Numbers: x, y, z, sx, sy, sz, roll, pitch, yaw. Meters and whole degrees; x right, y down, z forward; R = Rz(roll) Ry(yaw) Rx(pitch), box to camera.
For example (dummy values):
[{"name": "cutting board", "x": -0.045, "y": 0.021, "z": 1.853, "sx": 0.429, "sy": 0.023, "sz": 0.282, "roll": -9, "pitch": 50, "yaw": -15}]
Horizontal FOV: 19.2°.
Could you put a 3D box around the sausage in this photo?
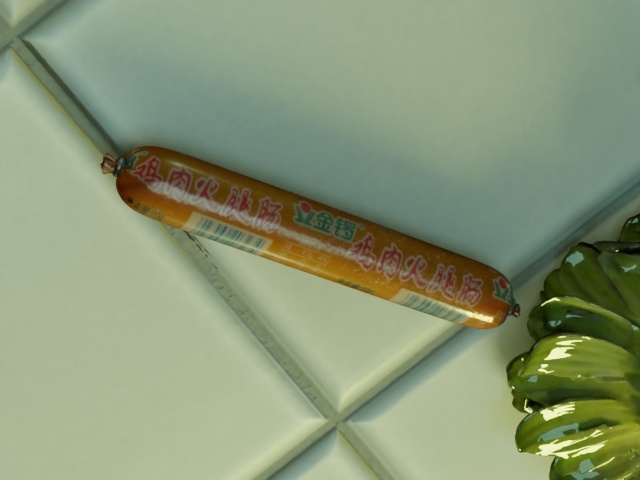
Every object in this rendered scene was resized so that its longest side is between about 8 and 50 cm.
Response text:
[{"name": "sausage", "x": 0.000, "y": 0.000, "z": 1.391, "sx": 0.348, "sy": 0.053, "sz": 0.053, "roll": 19, "pitch": 105, "yaw": -20}]

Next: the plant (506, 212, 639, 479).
[{"name": "plant", "x": 0.286, "y": 0.099, "z": 1.433, "sx": 0.306, "sy": 0.297, "sz": 0.261, "roll": -36, "pitch": 85, "yaw": 18}]
